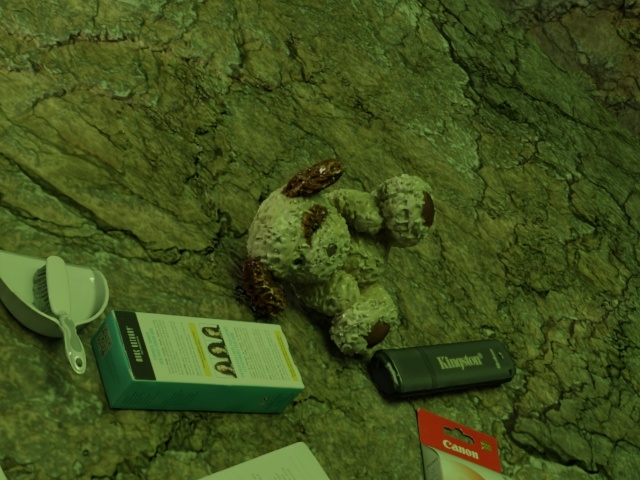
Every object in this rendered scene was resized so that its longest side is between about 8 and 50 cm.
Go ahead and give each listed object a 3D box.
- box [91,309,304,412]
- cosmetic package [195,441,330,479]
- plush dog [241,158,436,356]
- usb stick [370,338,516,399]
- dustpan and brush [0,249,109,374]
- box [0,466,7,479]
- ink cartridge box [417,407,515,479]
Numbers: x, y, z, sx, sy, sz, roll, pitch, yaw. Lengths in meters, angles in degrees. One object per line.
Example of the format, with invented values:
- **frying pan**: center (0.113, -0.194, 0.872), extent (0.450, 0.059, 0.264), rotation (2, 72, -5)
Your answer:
- **box**: center (-0.143, 0.148, 1.416), extent (0.244, 0.060, 0.100), rotation (9, 44, -38)
- **cosmetic package**: center (-0.074, 0.322, 1.198), extent (0.183, 0.151, 0.151), rotation (-9, 56, -50)
- **plush dog**: center (0.000, 0.000, 1.621), extent (0.225, 0.262, 0.210), rotation (20, 4, -42)
- **usb stick**: center (0.180, 0.182, 1.703), extent (0.278, 0.045, 0.077), rotation (0, 49, -44)
- **dustpan and brush**: center (-0.296, 0.080, 1.346), extent (0.147, 0.060, 0.211), rotation (13, 41, -34)
- **box**: center (-0.342, 0.309, 0.940), extent (0.215, 0.168, 0.345), rotation (-7, 56, -47)
- **ink cartridge box**: center (0.206, 0.306, 1.587), extent (0.145, 0.045, 0.179), rotation (24, 39, -23)
